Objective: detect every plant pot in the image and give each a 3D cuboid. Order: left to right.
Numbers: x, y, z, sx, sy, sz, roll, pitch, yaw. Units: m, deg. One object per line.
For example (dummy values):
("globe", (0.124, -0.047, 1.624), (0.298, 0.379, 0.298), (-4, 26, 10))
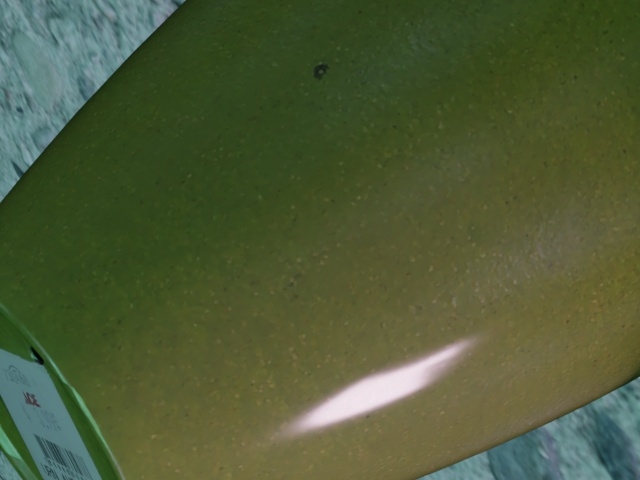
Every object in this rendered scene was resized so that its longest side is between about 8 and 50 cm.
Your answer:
("plant pot", (0.000, 0.000, 0.712), (0.275, 0.293, 0.274), (39, 149, 29))
